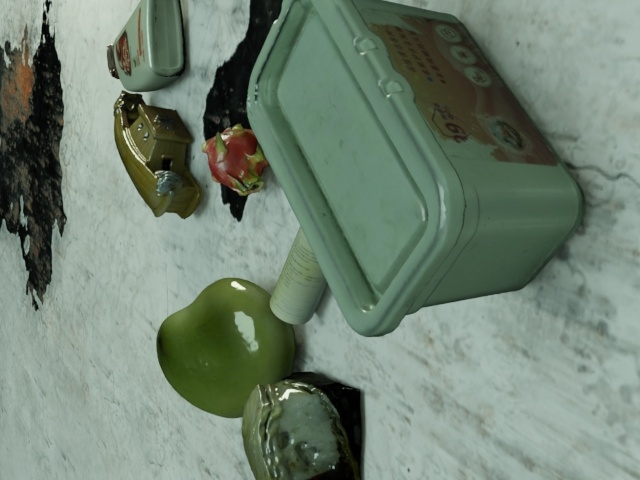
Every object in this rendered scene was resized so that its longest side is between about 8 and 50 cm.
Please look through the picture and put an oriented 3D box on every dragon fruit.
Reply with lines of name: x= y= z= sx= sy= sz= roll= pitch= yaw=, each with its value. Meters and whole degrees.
dragon fruit: x=-0.109 y=-0.104 z=1.190 sx=0.086 sy=0.081 sz=0.116 roll=-47 pitch=52 yaw=36

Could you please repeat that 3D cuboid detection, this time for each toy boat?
toy boat: x=-0.275 y=-0.159 z=1.452 sx=0.321 sy=0.089 sz=0.121 roll=56 pitch=131 yaw=43

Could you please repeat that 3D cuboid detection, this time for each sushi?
sushi: x=-0.025 y=0.300 z=1.048 sx=0.134 sy=0.109 sz=0.272 roll=-3 pitch=90 yaw=60

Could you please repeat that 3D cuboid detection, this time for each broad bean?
broad bean: x=-0.131 y=0.149 z=1.205 sx=0.263 sy=0.121 sz=0.189 roll=-23 pitch=76 yaw=55

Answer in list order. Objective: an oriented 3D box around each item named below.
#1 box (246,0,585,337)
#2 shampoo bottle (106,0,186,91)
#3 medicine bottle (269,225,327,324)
box: x=0.081 y=-0.084 z=0.775 sx=0.175 sy=0.183 sz=0.311 roll=-60 pitch=44 yaw=41
shampoo bottle: x=-0.313 y=-0.326 z=1.516 sx=0.284 sy=0.071 sz=0.153 roll=-4 pitch=91 yaw=59
medicine bottle: x=0.000 y=0.000 z=1.034 sx=0.059 sy=0.059 sz=0.230 roll=59 pitch=138 yaw=39
